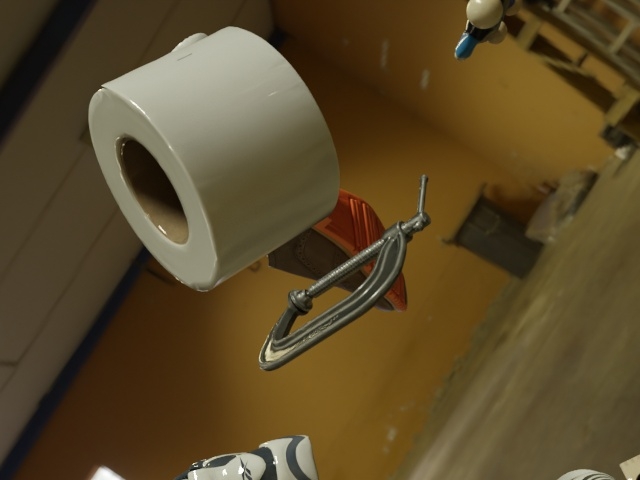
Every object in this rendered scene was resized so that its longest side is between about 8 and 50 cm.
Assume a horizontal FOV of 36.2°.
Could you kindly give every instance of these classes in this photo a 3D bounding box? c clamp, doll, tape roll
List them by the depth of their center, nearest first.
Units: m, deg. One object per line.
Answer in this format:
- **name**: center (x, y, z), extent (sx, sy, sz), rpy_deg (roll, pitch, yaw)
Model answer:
- **c clamp**: center (0.019, 0.032, 0.719), extent (0.160, 0.022, 0.137), rpy_deg (-37, 19, 24)
- **doll**: center (0.186, -0.255, 1.078), extent (0.129, 0.046, 0.189), rpy_deg (-65, -9, 18)
- **tape roll**: center (-0.118, -0.089, 1.081), extent (0.169, 0.246, 0.246), rpy_deg (-31, -18, -26)

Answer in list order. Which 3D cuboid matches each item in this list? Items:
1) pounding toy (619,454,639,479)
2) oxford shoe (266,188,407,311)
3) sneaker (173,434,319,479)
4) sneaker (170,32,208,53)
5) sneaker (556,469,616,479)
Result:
- **pounding toy**: center (0.668, 0.509, 1.885), extent (0.094, 0.181, 0.206), rpy_deg (-28, 40, 9)
- **oxford shoe**: center (0.000, 0.000, 1.381), extent (0.132, 0.363, 0.130), rpy_deg (-26, 41, 24)
- **sneaker**: center (-0.094, 0.280, 0.985), extent (0.235, 0.153, 0.094), rpy_deg (109, 154, -55)
- **sneaker**: center (-0.173, -0.248, 1.724), extent (0.102, 0.161, 0.282), rpy_deg (-40, -16, -5)
- **sneaker**: center (0.327, 0.534, 1.373), extent (0.257, 0.169, 0.448), rpy_deg (63, -133, -74)
